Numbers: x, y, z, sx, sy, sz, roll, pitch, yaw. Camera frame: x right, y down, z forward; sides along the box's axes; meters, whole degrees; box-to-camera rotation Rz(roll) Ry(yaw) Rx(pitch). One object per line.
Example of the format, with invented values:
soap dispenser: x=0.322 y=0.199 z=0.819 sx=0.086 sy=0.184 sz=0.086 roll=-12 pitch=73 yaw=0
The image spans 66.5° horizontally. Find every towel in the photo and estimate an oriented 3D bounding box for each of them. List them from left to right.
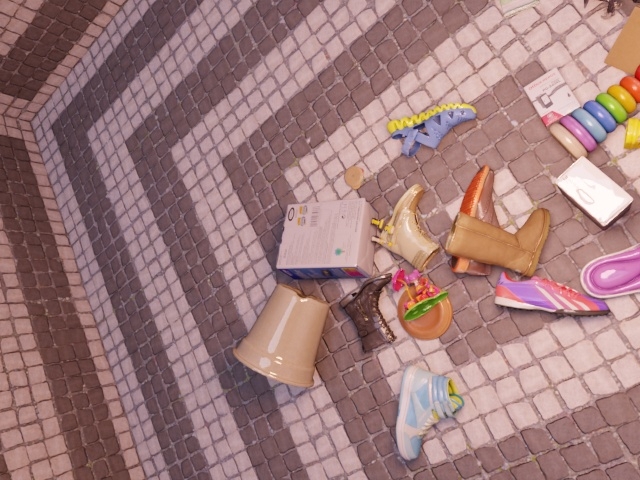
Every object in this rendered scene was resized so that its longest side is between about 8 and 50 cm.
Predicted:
towel: x=0.644 y=-0.823 z=1.601 sx=0.113 sy=0.023 sz=0.152 roll=-14 pitch=80 yaw=29

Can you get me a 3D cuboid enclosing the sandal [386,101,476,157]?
sandal: x=0.386 y=-0.379 z=1.682 sx=0.317 sy=0.126 sz=0.138 roll=-12 pitch=85 yaw=38

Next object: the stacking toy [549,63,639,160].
stacking toy: x=0.833 y=-0.387 z=1.392 sx=0.330 sy=0.141 sz=0.141 roll=-44 pitch=67 yaw=23

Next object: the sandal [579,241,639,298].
sandal: x=0.934 y=0.055 z=1.336 sx=0.416 sy=0.102 sz=0.170 roll=-33 pitch=72 yaw=25

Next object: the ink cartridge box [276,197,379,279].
ink cartridge box: x=0.000 y=0.000 z=1.817 sx=0.394 sy=0.151 sz=0.270 roll=-2 pitch=66 yaw=27

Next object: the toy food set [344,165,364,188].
toy food set: x=0.131 y=-0.246 z=1.875 sx=0.083 sy=0.020 sz=0.083 roll=36 pitch=105 yaw=27

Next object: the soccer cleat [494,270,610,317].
soccer cleat: x=0.694 y=0.164 z=1.475 sx=0.317 sy=0.108 sz=0.117 roll=4 pitch=85 yaw=33

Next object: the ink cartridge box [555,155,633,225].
ink cartridge box: x=0.766 y=-0.125 z=1.367 sx=0.100 sy=0.237 sz=0.172 roll=-48 pitch=66 yaw=20

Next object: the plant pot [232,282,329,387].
plant pot: x=-0.120 y=0.339 z=1.848 sx=0.333 sy=0.333 sz=0.306 roll=21 pitch=87 yaw=30

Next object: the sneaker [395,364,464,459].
sneaker: x=0.370 y=0.594 z=1.629 sx=0.208 sy=0.127 sz=0.320 roll=4 pitch=90 yaw=32

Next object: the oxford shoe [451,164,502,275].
oxford shoe: x=0.529 y=-0.062 z=1.595 sx=0.132 sy=0.130 sz=0.364 roll=13 pitch=89 yaw=0

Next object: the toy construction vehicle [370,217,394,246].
toy construction vehicle: x=0.219 y=-0.029 z=1.718 sx=0.098 sy=0.035 sz=0.086 roll=19 pitch=98 yaw=39

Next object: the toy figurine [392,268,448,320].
toy figurine: x=0.318 y=0.160 z=1.660 sx=0.173 sy=0.130 sz=0.159 roll=-31 pitch=61 yaw=3

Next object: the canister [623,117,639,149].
canister: x=0.938 y=-0.291 z=1.340 sx=0.169 sy=0.126 sz=0.074 roll=8 pitch=91 yaw=29

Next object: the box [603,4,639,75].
box: x=0.934 y=-0.537 z=1.368 sx=0.201 sy=0.021 sz=0.165 roll=40 pitch=139 yaw=26

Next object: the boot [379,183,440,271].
boot: x=0.338 y=-0.043 z=1.693 sx=0.203 sy=0.095 sz=0.262 roll=39 pitch=113 yaw=28

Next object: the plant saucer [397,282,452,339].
plant saucer: x=0.359 y=0.249 z=1.705 sx=0.199 sy=0.037 sz=0.200 roll=-1 pitch=87 yaw=30

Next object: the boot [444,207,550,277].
boot: x=0.543 y=-0.031 z=1.491 sx=0.269 sy=0.089 sz=0.236 roll=20 pitch=76 yaw=2

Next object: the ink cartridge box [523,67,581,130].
ink cartridge box: x=0.717 y=-0.439 z=1.513 sx=0.109 sy=0.063 sz=0.151 roll=-31 pitch=73 yaw=26

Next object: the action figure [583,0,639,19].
action figure: x=0.859 y=-0.728 z=1.405 sx=0.275 sy=0.141 sz=0.164 roll=19 pitch=99 yaw=14

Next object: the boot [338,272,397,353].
boot: x=0.209 y=0.265 z=1.776 sx=0.263 sy=0.091 sz=0.229 roll=-40 pitch=74 yaw=27
